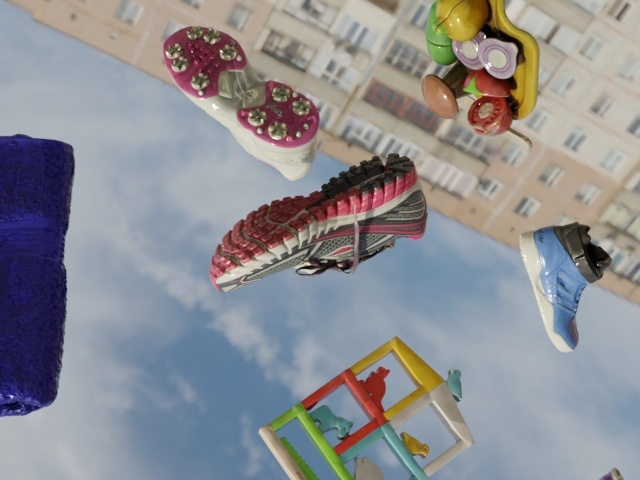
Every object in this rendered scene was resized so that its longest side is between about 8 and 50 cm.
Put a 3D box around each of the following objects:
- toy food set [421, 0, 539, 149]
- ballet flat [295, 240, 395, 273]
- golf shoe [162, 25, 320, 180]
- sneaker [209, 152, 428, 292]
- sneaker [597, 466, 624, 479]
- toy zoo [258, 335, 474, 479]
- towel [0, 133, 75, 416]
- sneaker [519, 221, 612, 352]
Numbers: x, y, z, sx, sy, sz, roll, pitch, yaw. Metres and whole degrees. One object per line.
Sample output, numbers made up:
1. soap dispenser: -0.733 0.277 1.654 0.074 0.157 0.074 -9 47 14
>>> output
1. toy food set: 0.144 -0.162 0.991 0.071 0.217 0.128 -35 -124 -15
2. ballet flat: 0.014 0.012 1.607 0.077 0.222 0.079 61 -162 -52
3. golf shoe: -0.119 -0.195 1.476 0.115 0.140 0.306 -38 -118 -15
4. sneaker: 0.000 0.000 1.303 0.121 0.299 0.112 -117 5 -63
5. sneaker: 0.338 0.337 1.251 0.071 0.170 0.068 -13 -124 -13
6. toy zoo: 0.085 0.268 1.454 0.293 0.030 0.192 -32 -103 -20
7. towel: -0.377 0.032 1.057 0.228 0.076 0.308 -6 -114 6
8. sneaker: 0.276 0.050 1.094 0.058 0.085 0.152 -60 -49 -62
